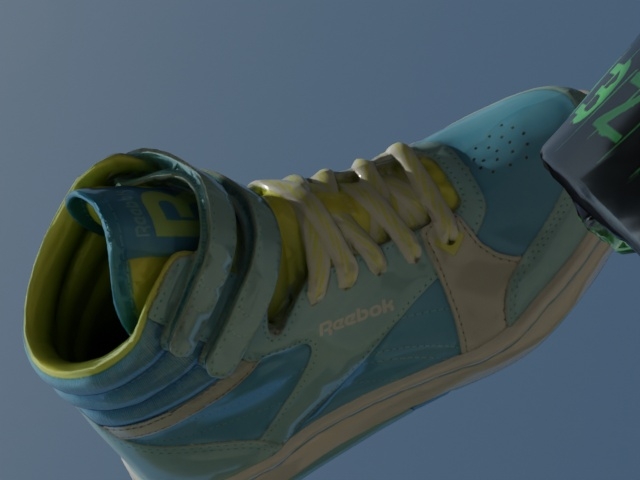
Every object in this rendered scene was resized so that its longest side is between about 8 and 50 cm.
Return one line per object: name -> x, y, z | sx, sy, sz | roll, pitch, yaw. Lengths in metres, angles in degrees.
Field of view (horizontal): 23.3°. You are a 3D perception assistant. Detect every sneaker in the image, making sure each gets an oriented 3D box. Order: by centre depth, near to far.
sneaker -> 0.000, 0.000, 0.748 | 0.319, 0.127, 0.208 | -38, -39, 3

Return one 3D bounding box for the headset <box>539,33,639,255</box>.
headset -> 0.204, 0.103, 0.422 | 0.394, 0.243, 0.185 | 36, -80, -16
